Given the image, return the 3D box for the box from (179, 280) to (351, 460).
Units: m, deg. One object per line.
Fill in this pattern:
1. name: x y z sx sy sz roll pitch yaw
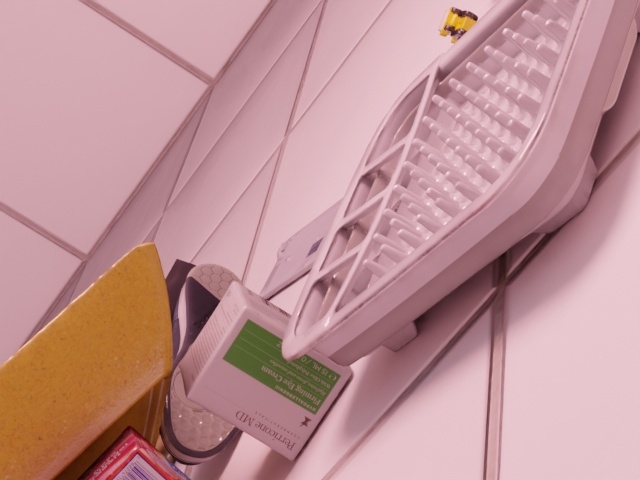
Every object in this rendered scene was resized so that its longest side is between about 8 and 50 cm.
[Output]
1. box: -0.045 0.100 1.335 0.087 0.101 0.102 -57 12 5

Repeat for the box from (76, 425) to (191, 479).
1. box: -0.178 0.273 1.242 0.257 0.128 0.122 -47 7 -5

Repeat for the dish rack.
1. dish rack: 0.110 -0.057 1.193 0.333 0.072 0.285 -43 18 51

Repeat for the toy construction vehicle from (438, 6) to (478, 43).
1. toy construction vehicle: 0.144 -0.218 1.587 0.098 0.035 0.086 -171 102 -80

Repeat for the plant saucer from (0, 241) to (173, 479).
1. plant saucer: -0.233 0.186 1.352 0.333 0.081 0.333 -43 -11 -22

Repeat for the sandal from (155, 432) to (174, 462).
1. sandal: -0.167 0.161 1.734 0.240 0.079 0.088 -62 13 -23

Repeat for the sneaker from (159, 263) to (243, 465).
1. sneaker: -0.126 0.154 1.595 0.226 0.086 0.163 -85 20 -49

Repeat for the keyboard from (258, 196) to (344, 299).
1. keyboard: 0.000 0.000 1.649 0.256 0.014 0.072 -36 29 61

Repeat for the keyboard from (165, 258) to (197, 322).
1. keyboard: -0.198 0.154 1.786 0.201 0.033 0.317 73 -144 -52
